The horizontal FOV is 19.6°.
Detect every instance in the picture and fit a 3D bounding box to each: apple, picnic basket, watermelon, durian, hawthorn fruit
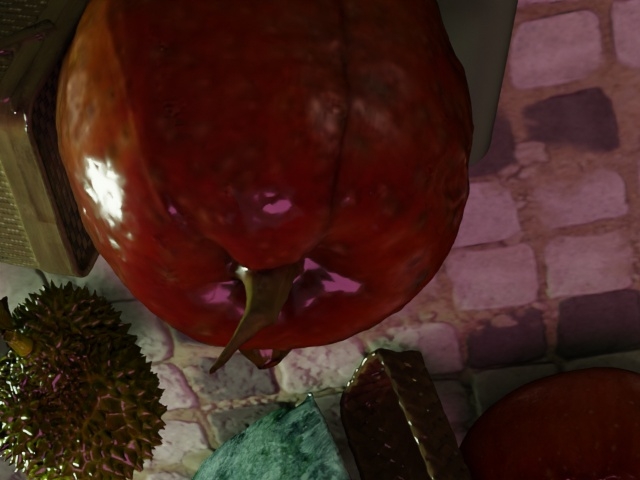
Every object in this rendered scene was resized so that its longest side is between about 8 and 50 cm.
[{"bbox_3d":[0.238,0.233,1.663,0.251,0.206,0.272,32,126,-18],"label":"apple"},{"bbox_3d":[0.080,0.191,1.624,0.054,0.193,0.110,2,140,-28],"label":"picnic basket"},{"bbox_3d":[-0.012,0.326,1.755,0.258,0.228,0.387,16,129,-22],"label":"watermelon"},{"bbox_3d":[-0.208,0.122,1.566,0.146,0.159,0.198,-16,103,2],"label":"durian"},{"bbox_3d":[-0.027,-0.064,1.070,0.258,0.262,0.258,-23,135,-25],"label":"hawthorn fruit"},{"bbox_3d":[-0.190,-0.117,1.212,0.139,0.267,0.165,9,139,17],"label":"picnic basket"}]

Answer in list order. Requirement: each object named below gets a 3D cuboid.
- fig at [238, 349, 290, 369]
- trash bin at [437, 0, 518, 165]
[{"bbox_3d":[-0.047,0.066,1.553,0.074,0.088,0.074,-5,161,-2],"label":"fig"},{"bbox_3d":[0.027,-0.212,1.202,0.222,0.158,0.343,2,142,1],"label":"trash bin"}]
